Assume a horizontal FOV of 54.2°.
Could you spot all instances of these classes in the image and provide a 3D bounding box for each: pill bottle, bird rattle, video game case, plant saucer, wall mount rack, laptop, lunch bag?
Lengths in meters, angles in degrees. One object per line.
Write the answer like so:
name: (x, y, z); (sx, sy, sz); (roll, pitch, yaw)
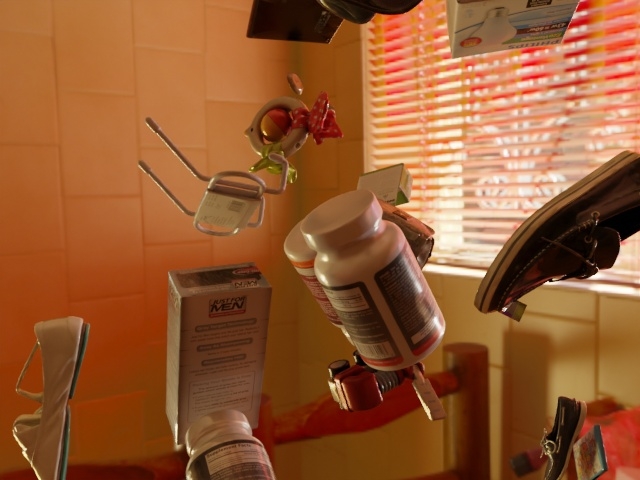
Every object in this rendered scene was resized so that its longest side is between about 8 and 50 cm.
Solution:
pill bottle: (-0.161, 0.467, 1.171); (0.162, 0.162, 0.278); (-3, 36, -25)
bird rattle: (-0.084, -0.262, 1.475); (0.207, 0.253, 0.143); (47, 17, 32)
video game case: (0.716, 0.577, 1.667); (0.015, 0.119, 0.166); (6, -37, 1)
pill bottle: (0.114, 0.086, 1.364); (0.210, 0.363, 0.210); (-24, 22, 10)
plant saucer: (-0.084, -0.538, 2.134); (0.015, 0.083, 0.083); (-25, -8, 28)
wall mount rack: (-0.246, -0.129, 1.361); (0.304, 0.130, 0.350); (12, -23, -16)
pill bottle: (0.079, 0.114, 1.829); (0.224, 0.392, 0.224); (-24, 28, 14)
laptop: (0.007, -0.728, 1.757); (0.408, 0.236, 0.382); (0, -1, -11)
lunch bag: (0.224, -0.009, 1.936); (0.235, 0.169, 0.287); (31, -15, 16)

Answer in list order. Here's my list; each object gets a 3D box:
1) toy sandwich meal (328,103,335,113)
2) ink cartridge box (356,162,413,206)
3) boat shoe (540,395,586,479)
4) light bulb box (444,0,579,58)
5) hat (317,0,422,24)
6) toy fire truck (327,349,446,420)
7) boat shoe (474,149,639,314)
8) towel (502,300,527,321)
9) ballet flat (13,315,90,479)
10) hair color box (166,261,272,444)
toy sandwich meal: (0.014, -0.447, 2.223); (0.085, 0.029, 0.085); (-22, -26, -11)
ink cartridge box: (0.226, -0.147, 2.304); (0.189, 0.255, 0.097); (-13, -45, 31)
boat shoe: (0.641, 0.542, 1.690); (0.079, 0.254, 0.095); (16, 15, 8)
light bulb box: (0.560, -0.740, 1.870); (0.358, 0.225, 0.361); (-6, -10, 9)
hat: (0.059, -0.527, 1.254); (0.331, 0.331, 0.134); (-2, -30, -14)
toy fire truck: (0.169, 0.358, 1.527); (0.217, 0.158, 0.246); (-21, 9, -27)
boat shoe: (0.522, 0.000, 1.274); (0.500, 0.156, 0.187); (-34, -30, -14)
towel: (0.414, 0.142, 1.395); (0.083, 0.060, 0.009); (30, 48, 23)
ballet flat: (-0.601, 0.360, 1.373); (0.139, 0.400, 0.139); (9, 1, 0)
hair color box: (-0.222, 0.240, 1.327); (0.185, 0.374, 0.113); (-5, 29, -25)
